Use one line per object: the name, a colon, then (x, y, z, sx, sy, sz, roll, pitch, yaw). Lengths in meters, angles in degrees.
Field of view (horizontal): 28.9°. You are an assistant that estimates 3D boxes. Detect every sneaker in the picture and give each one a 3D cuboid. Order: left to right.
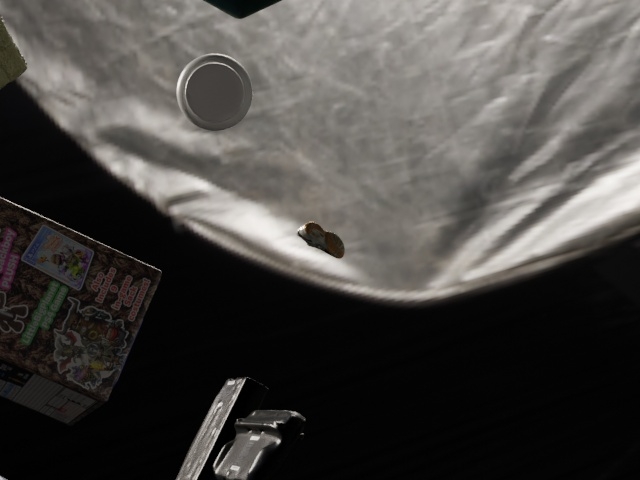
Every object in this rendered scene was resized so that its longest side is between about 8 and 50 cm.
sneaker: (0.000, 0.000, 1.858, 0.083, 0.032, 0.037, 38, 147, -27)

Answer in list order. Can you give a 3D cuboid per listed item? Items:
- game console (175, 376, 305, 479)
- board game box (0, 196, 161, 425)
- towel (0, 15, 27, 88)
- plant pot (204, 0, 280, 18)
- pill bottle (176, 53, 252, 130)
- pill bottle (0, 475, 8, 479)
game console: (-0.111, 0.277, 1.588, 0.213, 0.044, 0.361, -64, 14, -15)
board game box: (-0.339, 0.057, 1.255, 0.232, 0.291, 0.141, -35, 32, 66)
towel: (-0.461, -0.247, 1.690, 0.027, 0.110, 0.148, 37, 163, 23)
plant pot: (-0.120, -0.494, 1.883, 0.165, 0.165, 0.234, -17, 64, 38)
pill bottle: (-0.164, -0.230, 1.919, 0.208, 0.117, 0.118, -119, 18, -81)
pill bottle: (-0.420, 0.391, 1.735, 0.137, 0.078, 0.078, 38, 177, -28)
